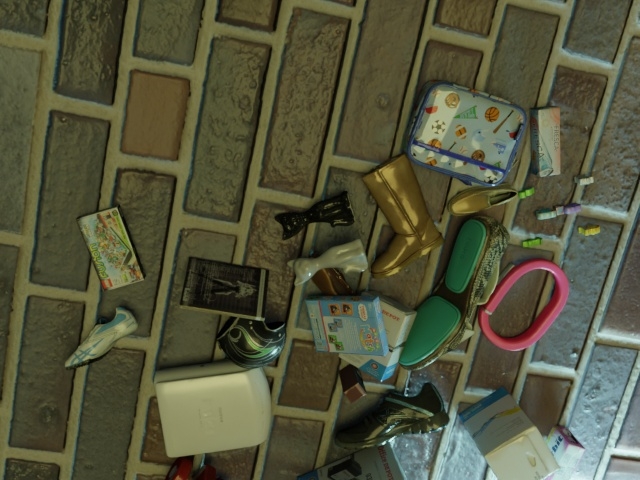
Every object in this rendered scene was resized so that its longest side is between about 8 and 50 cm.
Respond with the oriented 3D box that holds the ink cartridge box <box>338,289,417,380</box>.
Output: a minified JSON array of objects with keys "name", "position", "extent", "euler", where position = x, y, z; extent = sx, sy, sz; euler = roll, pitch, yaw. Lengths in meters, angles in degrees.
[{"name":"ink cartridge box","position":[0.158,0.259,1.852],"extent":[0.148,0.086,0.203],"euler":[27,104,28]}]

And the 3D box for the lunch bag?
[{"name":"lunch bag","position":[0.379,-0.272,1.759],"extent":[0.303,0.115,0.243],"euler":[17,104,-10]}]

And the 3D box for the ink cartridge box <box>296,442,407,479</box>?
[{"name":"ink cartridge box","position":[0.102,0.735,1.935],"extent":[0.307,0.223,0.129],"euler":[-23,106,0]}]

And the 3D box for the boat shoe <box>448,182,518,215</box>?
[{"name":"boat shoe","position":[0.443,-0.112,1.827],"extent":[0.189,0.072,0.068],"euler":[-20,107,-1]}]

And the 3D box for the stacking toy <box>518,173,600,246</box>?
[{"name":"stacking toy","position":[0.665,-0.080,1.874],"extent":[0.221,0.052,0.167],"euler":[-13,106,-3]}]

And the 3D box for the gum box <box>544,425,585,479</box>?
[{"name":"gum box","position":[0.725,0.671,2.053],"extent":[0.062,0.107,0.189],"euler":[19,102,-12]}]

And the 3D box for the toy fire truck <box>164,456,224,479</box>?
[{"name":"toy fire truck","position":[-0.390,0.775,1.871],"extent":[0.169,0.254,0.302],"euler":[38,98,-14]}]

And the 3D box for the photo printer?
[{"name":"photo printer","position":[-0.291,0.465,1.876],"extent":[0.307,0.107,0.256],"euler":[-6,106,-5]}]

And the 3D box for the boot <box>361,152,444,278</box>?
[{"name":"boot","position":[0.184,-0.063,1.809],"extent":[0.236,0.089,0.270],"euler":[-32,105,-6]}]

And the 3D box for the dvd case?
[{"name":"dvd case","position":[-0.250,0.127,1.771],"extent":[0.221,0.165,0.018],"euler":[9,136,-9]}]

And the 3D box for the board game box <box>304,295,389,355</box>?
[{"name":"board game box","position":[0.070,0.227,1.805],"extent":[0.211,0.039,0.160],"euler":[-2,108,32]}]

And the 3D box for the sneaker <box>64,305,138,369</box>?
[{"name":"sneaker","position":[-0.597,0.266,1.808],"extent":[0.237,0.085,0.086],"euler":[-37,80,7]}]

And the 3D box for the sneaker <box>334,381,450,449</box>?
[{"name":"sneaker","position":[0.197,0.518,1.963],"extent":[0.340,0.125,0.140],"euler":[-17,79,1]}]

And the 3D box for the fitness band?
[{"name":"fitness band","position":[0.586,0.183,1.934],"extent":[0.209,0.054,0.291],"euler":[32,100,-14]}]

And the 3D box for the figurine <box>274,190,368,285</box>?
[{"name":"figurine","position":[0.000,0.000,1.765],"extent":[0.209,0.092,0.215],"euler":[-16,73,5]}]

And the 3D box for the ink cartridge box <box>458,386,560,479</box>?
[{"name":"ink cartridge box","position":[0.541,0.579,1.941],"extent":[0.168,0.233,0.171],"euler":[-33,106,2]}]

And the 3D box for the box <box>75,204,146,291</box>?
[{"name":"box","position":[-0.549,0.021,1.763],"extent":[0.114,0.036,0.207],"euler":[-17,106,-2]}]

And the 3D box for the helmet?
[{"name":"helmet","position":[-0.179,0.264,1.811],"extent":[0.161,0.169,0.169],"euler":[41,97,-10]}]

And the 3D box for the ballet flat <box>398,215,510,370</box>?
[{"name":"ballet flat","position":[0.392,0.165,1.868],"extent":[0.182,0.164,0.483],"euler":[19,102,-37]}]

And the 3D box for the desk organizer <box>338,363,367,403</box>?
[{"name":"desk organizer","position":[0.089,0.400,1.893],"extent":[0.050,0.130,0.047],"euler":[-34,106,6]}]

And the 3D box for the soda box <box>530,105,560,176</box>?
[{"name":"soda box","position":[0.607,-0.269,1.813],"extent":[0.062,0.058,0.183],"euler":[-8,105,-5]}]

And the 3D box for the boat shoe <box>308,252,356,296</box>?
[{"name":"boat shoe","position":[0.033,0.115,1.847],"extent":[0.073,0.073,0.207],"euler":[-43,112,-34]}]
